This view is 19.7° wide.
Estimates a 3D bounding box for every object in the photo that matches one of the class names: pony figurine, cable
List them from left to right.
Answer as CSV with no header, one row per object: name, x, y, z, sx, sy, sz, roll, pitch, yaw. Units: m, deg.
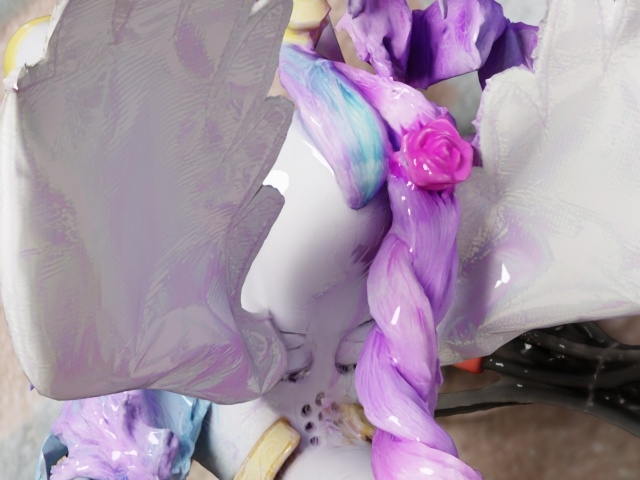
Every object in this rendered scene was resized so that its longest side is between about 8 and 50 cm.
pony figurine,0.000,0.000,0.664,0.363,0.303,0.351,52,140,48
cable,0.096,0.052,0.801,0.287,0.072,0.139,34,109,33

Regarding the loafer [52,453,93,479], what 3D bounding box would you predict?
loafer,-0.106,0.137,0.987,0.125,0.045,0.039,9,91,40
